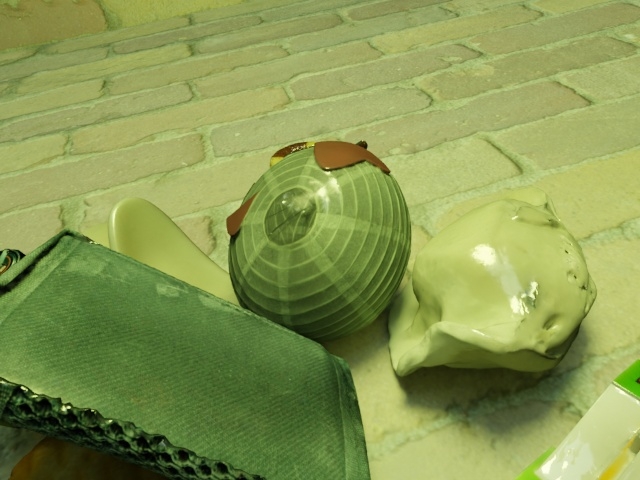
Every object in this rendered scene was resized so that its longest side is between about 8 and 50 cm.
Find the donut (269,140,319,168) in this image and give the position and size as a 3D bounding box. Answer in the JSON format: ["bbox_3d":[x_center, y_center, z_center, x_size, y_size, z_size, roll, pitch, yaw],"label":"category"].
[{"bbox_3d":[-0.035,-0.145,0.985,0.140,0.059,0.140,-7,36,5],"label":"donut"}]

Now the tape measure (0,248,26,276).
[{"bbox_3d":[-0.450,0.057,0.708,0.091,0.054,0.094,11,49,23],"label":"tape measure"}]

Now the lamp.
[{"bbox_3d":[0.000,0.000,0.643,0.265,0.233,0.233,-43,45,-2],"label":"lamp"}]

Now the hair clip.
[{"bbox_3d":[-0.221,0.055,0.709,0.282,0.113,0.172,46,39,3],"label":"hair clip"}]

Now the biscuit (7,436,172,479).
[{"bbox_3d":[-0.130,0.224,0.479,0.318,0.040,0.318,1,15,0],"label":"biscuit"}]

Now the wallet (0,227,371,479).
[{"bbox_3d":[-0.119,0.121,0.455,0.342,0.075,0.237,28,15,-14],"label":"wallet"}]

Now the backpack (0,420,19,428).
[{"bbox_3d":[-0.300,0.109,0.559,0.253,0.140,0.207,12,16,11],"label":"backpack"}]

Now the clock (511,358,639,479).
[{"bbox_3d":[0.269,0.244,0.369,0.309,0.166,0.235,-37,46,-20],"label":"clock"}]

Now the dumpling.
[{"bbox_3d":[0.202,0.066,0.635,0.243,0.187,0.318,-32,12,39],"label":"dumpling"}]
